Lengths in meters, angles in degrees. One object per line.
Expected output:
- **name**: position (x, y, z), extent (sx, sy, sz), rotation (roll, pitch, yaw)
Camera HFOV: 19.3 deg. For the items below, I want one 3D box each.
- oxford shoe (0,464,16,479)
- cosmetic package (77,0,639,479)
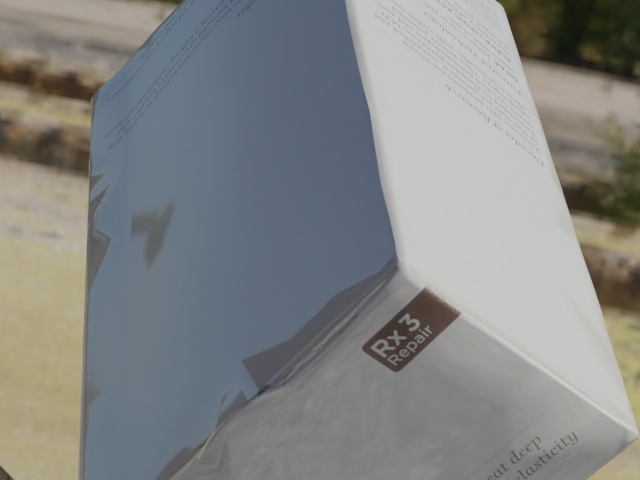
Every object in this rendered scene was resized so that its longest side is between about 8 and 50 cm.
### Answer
- **oxford shoe**: position (-0.126, 0.124, 0.592), extent (0.098, 0.097, 0.271), rotation (23, -23, 8)
- **cosmetic package**: position (0.000, 0.000, 0.949), extent (0.156, 0.217, 0.385), rotation (34, 28, -28)
